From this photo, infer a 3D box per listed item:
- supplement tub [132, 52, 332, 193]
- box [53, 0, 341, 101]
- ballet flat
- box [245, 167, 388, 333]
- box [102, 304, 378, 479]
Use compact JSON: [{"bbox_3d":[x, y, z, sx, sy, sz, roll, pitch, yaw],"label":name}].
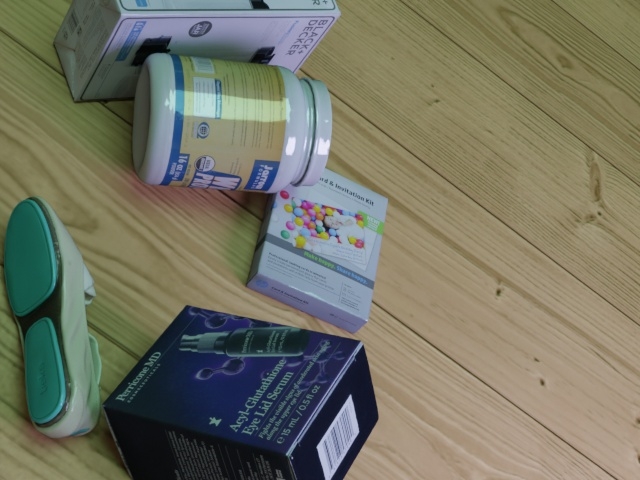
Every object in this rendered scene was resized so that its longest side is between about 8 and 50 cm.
[{"bbox_3d":[-0.100,-0.127,1.258,0.199,0.144,0.144,3,59,-18],"label":"supplement tub"},{"bbox_3d":[-0.141,-0.248,1.313,0.290,0.169,0.087,-8,66,-37],"label":"box"},{"bbox_3d":[-0.255,0.076,1.103,0.086,0.086,0.248,4,61,-30],"label":"ballet flat"},{"bbox_3d":[0.000,0.000,1.330,0.145,0.038,0.186,25,50,-16],"label":"box"},{"bbox_3d":[-0.072,0.162,1.063,0.207,0.108,0.153,9,41,27],"label":"box"}]
